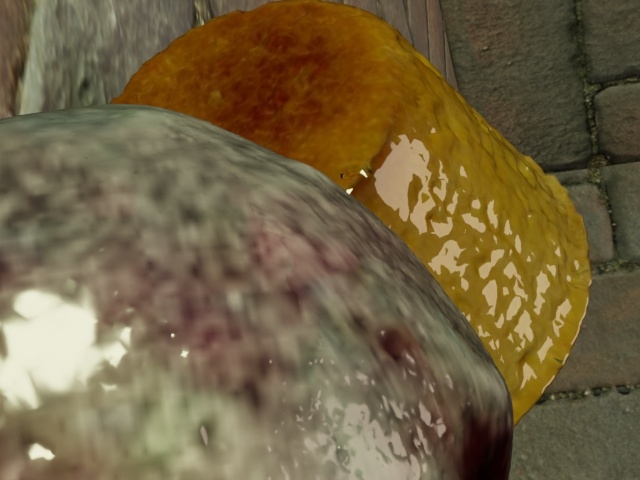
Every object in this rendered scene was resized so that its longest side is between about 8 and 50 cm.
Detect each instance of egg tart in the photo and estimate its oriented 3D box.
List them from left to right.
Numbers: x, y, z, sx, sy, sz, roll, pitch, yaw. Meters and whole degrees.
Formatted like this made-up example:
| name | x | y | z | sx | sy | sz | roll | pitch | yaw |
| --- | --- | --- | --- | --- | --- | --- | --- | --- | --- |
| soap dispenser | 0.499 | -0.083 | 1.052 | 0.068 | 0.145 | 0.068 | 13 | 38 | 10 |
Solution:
| name | x | y | z | sx | sy | sz | roll | pitch | yaw |
| --- | --- | --- | --- | --- | --- | --- | --- | --- | --- |
| egg tart | 0.000 | 0.000 | 0.733 | 0.171 | 0.215 | 0.215 | 57 | 24 | -44 |

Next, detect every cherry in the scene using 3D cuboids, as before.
| name | x | y | z | sx | sy | sz | roll | pitch | yaw |
| --- | --- | --- | --- | --- | --- | --- | --- | --- | --- |
| cherry | -0.049 | 0.054 | 0.408 | 0.195 | 0.195 | 0.195 | -8 | 90 | -81 |
